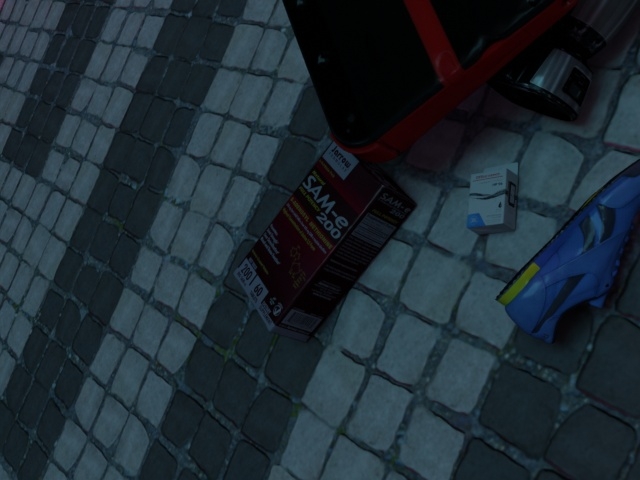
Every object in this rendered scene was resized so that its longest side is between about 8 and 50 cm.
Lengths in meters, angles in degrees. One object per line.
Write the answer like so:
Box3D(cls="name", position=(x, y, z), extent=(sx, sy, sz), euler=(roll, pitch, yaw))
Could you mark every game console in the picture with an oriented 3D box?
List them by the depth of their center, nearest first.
Box3D(cls="game console", position=(0.094, -0.320, 0.921), extent=(0.342, 0.060, 0.386), euler=(-37, 61, 35))

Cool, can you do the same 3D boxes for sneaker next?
Box3D(cls="sneaker", position=(0.271, 0.012, 0.790), extent=(0.082, 0.069, 0.209), euler=(42, 96, 11))

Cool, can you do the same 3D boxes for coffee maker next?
Box3D(cls="coffee maker", position=(0.257, -0.235, 0.878), extent=(0.178, 0.120, 0.171), euler=(-59, 20, 7))

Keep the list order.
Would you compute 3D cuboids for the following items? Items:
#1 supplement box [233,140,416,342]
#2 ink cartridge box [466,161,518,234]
Box3D(cls="supplement box", position=(0.000, 0.000, 1.041), extent=(0.239, 0.073, 0.130), euler=(-52, 45, 13))
Box3D(cls="ink cartridge box", position=(0.196, -0.052, 0.903), extent=(0.048, 0.028, 0.083), euler=(-8, 67, 42))
